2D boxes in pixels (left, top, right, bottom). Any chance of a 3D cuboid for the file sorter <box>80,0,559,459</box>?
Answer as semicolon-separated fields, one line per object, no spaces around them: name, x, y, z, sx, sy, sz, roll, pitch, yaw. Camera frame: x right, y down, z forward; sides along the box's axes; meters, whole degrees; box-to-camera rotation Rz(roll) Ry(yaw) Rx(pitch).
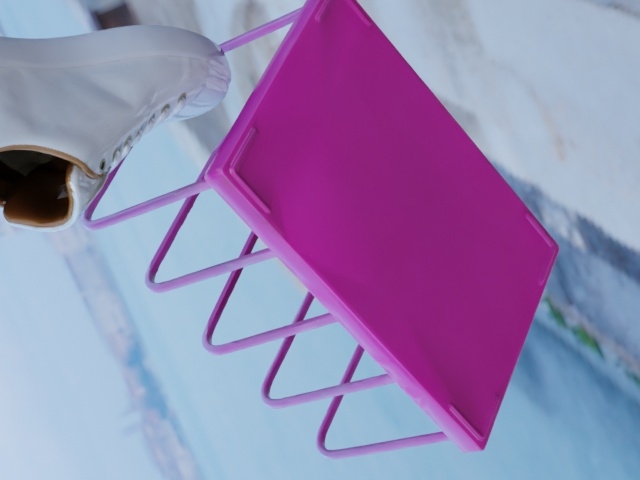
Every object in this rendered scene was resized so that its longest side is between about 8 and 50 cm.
file sorter;0.000;0.000;1.156;0.182;0.202;0.290;-17;125;42

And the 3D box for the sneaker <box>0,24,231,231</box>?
sneaker;-0.157;-0.064;0.995;0.106;0.290;0.123;-30;79;39
